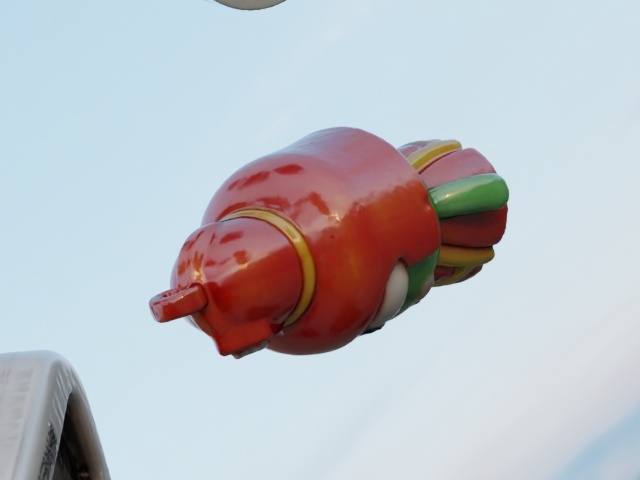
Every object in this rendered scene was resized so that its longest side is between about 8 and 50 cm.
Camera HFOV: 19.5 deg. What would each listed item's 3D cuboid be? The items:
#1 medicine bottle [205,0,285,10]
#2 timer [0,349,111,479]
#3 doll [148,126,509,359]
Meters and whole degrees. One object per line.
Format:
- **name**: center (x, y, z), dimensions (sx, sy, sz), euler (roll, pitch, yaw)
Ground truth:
- **medicine bottle**: center (-0.061, -0.184, 1.104), dimensions (0.086, 0.086, 0.183), euler (-38, 17, -5)
- **timer**: center (-0.192, 0.213, 1.196), dimensions (0.087, 0.262, 0.237), euler (-7, -54, 7)
- **doll**: center (0.000, 0.001, 1.424), dimensions (0.183, 0.160, 0.363), euler (-14, 7, 41)
